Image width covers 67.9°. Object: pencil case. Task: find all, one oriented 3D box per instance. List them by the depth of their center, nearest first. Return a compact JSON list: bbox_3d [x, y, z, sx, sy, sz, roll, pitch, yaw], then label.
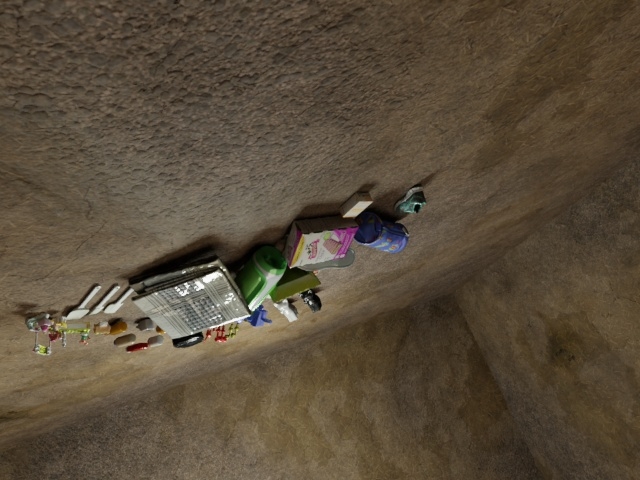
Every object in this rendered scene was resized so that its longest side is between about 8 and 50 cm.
[{"bbox_3d":[0.234,-0.026,1.784,0.133,0.120,0.306,-13,167,29],"label":"pencil case"}]

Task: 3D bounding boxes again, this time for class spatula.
[{"bbox_3d":[-0.699,0.197,1.530,0.168,0.019,0.242,2,150,-47],"label":"spatula"}]

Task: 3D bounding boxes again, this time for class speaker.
[{"bbox_3d":[-0.240,0.153,1.678,0.131,0.131,0.296,1,138,-48],"label":"speaker"}]

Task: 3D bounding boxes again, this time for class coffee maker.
[{"bbox_3d":[-0.516,0.299,1.751,0.120,0.178,0.171,-31,159,21],"label":"coffee maker"}]

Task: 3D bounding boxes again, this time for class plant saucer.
[{"bbox_3d":[-0.121,0.124,1.749,0.188,0.188,0.045,-21,130,-16],"label":"plant saucer"}]

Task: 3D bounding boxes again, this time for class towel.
[{"bbox_3d":[-0.418,0.199,1.553,0.311,0.056,0.324,-16,134,5],"label":"towel"}]

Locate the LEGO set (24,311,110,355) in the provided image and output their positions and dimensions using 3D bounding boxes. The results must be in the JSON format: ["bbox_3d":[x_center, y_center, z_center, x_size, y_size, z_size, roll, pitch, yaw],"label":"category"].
[{"bbox_3d":[-0.817,0.308,1.523,0.132,0.107,0.287,-16,158,17],"label":"LEGO set"}]

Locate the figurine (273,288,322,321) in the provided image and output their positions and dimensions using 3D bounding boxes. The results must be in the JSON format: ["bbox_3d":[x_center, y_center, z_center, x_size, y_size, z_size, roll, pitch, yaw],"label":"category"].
[{"bbox_3d":[-0.116,0.310,2.362,0.214,0.093,0.209,-22,152,2],"label":"figurine"}]

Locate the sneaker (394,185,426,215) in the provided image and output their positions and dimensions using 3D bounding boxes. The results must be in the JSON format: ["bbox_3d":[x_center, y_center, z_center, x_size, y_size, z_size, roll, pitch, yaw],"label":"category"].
[{"bbox_3d":[0.320,-0.123,1.693,0.064,0.076,0.166,-12,158,-24],"label":"sneaker"}]

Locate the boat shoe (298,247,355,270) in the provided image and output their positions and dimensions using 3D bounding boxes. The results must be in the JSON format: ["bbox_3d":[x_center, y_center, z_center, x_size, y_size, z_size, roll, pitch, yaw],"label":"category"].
[{"bbox_3d":[-0.012,0.054,1.764,0.302,0.115,0.091,11,-177,-36],"label":"boat shoe"}]

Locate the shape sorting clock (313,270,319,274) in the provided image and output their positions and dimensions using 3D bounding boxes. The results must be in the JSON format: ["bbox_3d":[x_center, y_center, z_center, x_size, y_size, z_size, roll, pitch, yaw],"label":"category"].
[{"bbox_3d":[-0.099,0.153,2.018,0.206,0.040,0.206,-20,160,-8],"label":"shape sorting clock"}]

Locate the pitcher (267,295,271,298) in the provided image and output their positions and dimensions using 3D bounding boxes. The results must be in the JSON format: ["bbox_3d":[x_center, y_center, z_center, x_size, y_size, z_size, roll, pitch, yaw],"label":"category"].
[{"bbox_3d":[-0.198,0.168,1.838,0.207,0.126,0.177,-17,165,17],"label":"pitcher"}]

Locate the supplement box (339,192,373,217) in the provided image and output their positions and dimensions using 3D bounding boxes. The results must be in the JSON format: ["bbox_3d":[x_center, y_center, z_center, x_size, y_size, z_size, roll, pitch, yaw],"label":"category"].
[{"bbox_3d":[0.115,-0.116,1.552,0.062,0.036,0.098,-4,154,-40],"label":"supplement box"}]

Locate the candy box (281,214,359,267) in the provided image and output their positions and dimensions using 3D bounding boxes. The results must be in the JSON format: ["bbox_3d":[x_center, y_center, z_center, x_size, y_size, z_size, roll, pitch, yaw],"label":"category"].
[{"bbox_3d":[0.000,0.000,1.618,0.233,0.071,0.159,-8,137,-33],"label":"candy box"}]

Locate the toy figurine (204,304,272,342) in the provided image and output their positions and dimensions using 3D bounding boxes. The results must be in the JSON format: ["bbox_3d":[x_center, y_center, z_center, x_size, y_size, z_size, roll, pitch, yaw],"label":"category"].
[{"bbox_3d":[-0.294,0.330,1.922,0.217,0.192,0.362,7,172,12],"label":"toy figurine"}]

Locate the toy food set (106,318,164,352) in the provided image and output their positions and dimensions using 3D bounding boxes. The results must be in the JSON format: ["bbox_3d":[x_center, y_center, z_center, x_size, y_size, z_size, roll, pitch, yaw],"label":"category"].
[{"bbox_3d":[-0.711,0.371,1.845,0.104,0.111,0.232,-18,165,27],"label":"toy food set"}]
